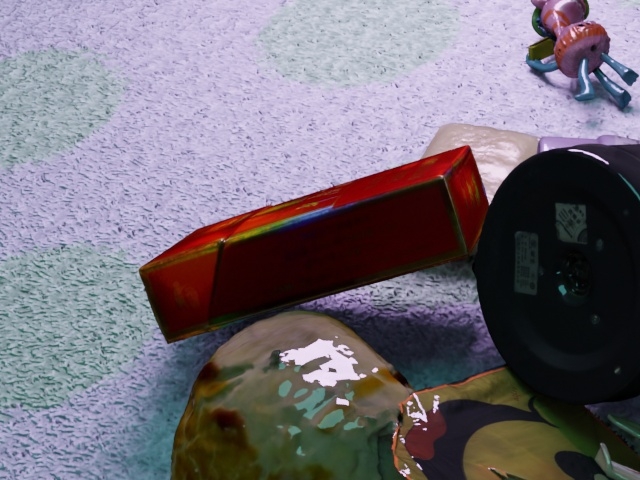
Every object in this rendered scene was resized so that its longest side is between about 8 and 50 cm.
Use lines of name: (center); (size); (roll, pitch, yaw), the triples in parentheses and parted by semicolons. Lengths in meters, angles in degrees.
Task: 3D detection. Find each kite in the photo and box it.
kite: (0.209, 0.210, 1.333); (0.327, 0.013, 0.377); (21, 27, -6)

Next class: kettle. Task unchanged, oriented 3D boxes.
kettle: (0.311, 0.020, 1.522); (0.324, 0.228, 0.321); (-6, 3, -37)

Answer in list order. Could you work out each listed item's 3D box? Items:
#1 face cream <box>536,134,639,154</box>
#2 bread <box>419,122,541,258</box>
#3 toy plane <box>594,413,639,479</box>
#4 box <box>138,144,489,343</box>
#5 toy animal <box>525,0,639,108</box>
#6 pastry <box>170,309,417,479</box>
face cream: (0.365, -0.061, 1.693); (0.274, 0.096, 0.154); (3, 14, 5)
bread: (0.161, -0.054, 1.760); (0.139, 0.060, 0.178); (12, 42, 24)
toy plane: (0.341, 0.222, 1.305); (0.242, 0.104, 0.256); (12, 32, -30)
box: (0.000, 0.000, 1.590); (0.313, 0.089, 0.197); (-17, 8, 15)
toy animal: (0.302, -0.228, 1.940); (0.103, 0.100, 0.208); (-47, 39, 18)
pastry: (-0.029, 0.169, 1.434); (0.237, 0.170, 0.256); (-34, 51, -16)
